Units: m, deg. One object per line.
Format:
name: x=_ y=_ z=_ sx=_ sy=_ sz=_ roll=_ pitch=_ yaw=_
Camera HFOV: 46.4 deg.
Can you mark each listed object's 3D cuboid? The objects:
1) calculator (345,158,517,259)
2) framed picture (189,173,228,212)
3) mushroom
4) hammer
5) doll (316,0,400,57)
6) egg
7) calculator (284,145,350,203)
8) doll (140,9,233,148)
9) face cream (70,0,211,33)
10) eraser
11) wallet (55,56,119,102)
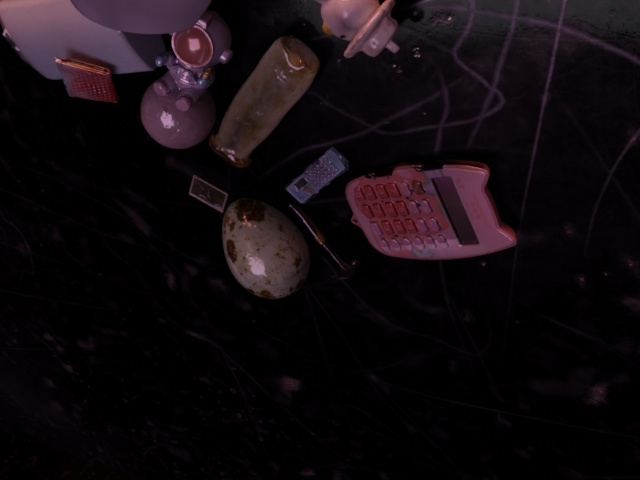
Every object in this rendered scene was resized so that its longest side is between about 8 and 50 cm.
calculator: x=0.193 y=-0.056 z=1.399 sx=0.330 sy=0.048 sz=0.220 roll=-5 pitch=127 yaw=38
framed picture: x=-0.247 y=-0.103 z=1.652 sx=0.089 sy=0.006 sz=0.066 roll=30 pitch=138 yaw=4
mushroom: x=-0.109 y=-0.249 z=1.383 sx=0.100 sy=0.081 sz=0.312 roll=37 pitch=134 yaw=-8
hammer: x=0.000 y=0.000 z=1.555 sx=0.201 sy=0.078 sz=0.021 roll=50 pitch=134 yaw=-8
doll: x=0.008 y=-0.388 z=1.151 sx=0.293 sy=0.119 sz=0.138 roll=40 pitch=-179 yaw=-7
egg: x=-0.119 y=0.016 z=1.565 sx=0.169 sy=0.169 sz=0.231 roll=-20 pitch=107 yaw=42
calculator: x=-0.007 y=-0.125 z=1.478 sx=0.057 sy=0.018 sz=0.172 roll=45 pitch=138 yaw=-10
doll: x=-0.240 y=-0.301 z=1.376 sx=0.151 sy=0.151 sz=0.287 roll=32 pitch=132 yaw=2
face cream: x=-0.282 y=-0.512 z=1.131 sx=0.313 sy=0.219 sz=0.356 roll=15 pitch=131 yaw=4
eraser: x=-0.460 y=-0.402 z=1.430 sx=0.290 sy=0.104 sz=0.189 roll=3 pitch=137 yaw=29
wallet: x=-0.459 y=-0.314 z=1.483 sx=0.103 sy=0.020 sz=0.196 roll=10 pitch=171 yaw=-9
